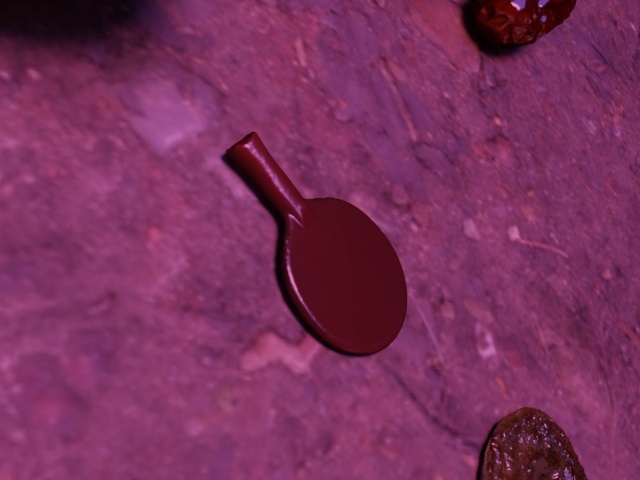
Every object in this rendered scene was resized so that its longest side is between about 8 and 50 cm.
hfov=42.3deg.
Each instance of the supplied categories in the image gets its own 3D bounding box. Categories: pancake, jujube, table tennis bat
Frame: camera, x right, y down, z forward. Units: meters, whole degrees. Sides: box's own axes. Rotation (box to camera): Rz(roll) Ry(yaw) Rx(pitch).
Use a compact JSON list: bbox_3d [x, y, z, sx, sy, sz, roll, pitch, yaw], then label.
[{"bbox_3d":[0.139,0.160,0.531,0.108,0.017,0.108,19,55,-29],"label":"pancake"},{"bbox_3d":[0.182,-0.214,0.735,0.077,0.077,0.129,52,51,-6],"label":"jujube"},{"bbox_3d":[0.000,0.000,0.499,0.154,0.019,0.098,51,45,-10],"label":"table tennis bat"}]
